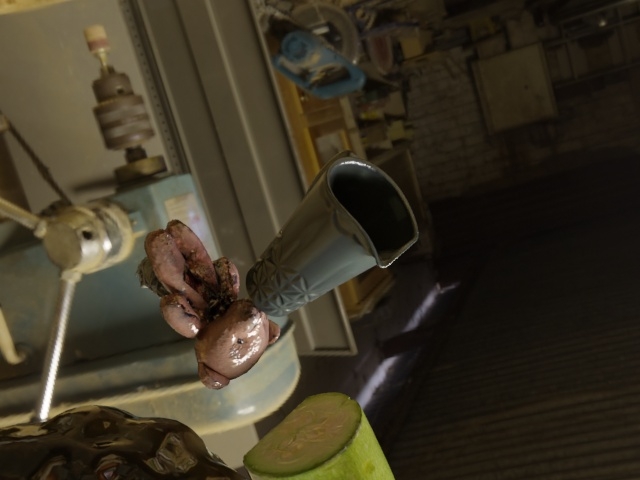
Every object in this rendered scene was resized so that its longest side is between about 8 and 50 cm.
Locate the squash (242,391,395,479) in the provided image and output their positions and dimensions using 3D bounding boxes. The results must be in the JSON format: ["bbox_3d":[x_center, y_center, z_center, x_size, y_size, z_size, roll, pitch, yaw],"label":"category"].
[{"bbox_3d":[0.042,0.475,1.245,0.210,0.309,0.233,-3,-155,46],"label":"squash"}]

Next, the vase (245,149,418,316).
[{"bbox_3d":[0.000,0.000,1.043,0.156,0.251,0.301,20,139,-27],"label":"vase"}]

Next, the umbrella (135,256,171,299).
[{"bbox_3d":[-0.269,0.143,1.552,0.357,0.106,0.113,36,-145,23],"label":"umbrella"}]

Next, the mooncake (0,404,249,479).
[{"bbox_3d":[-0.146,0.244,0.408,0.290,0.291,0.161,-17,155,-3],"label":"mooncake"}]

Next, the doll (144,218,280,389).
[{"bbox_3d":[-0.182,0.096,1.198,0.156,0.303,0.201,-18,-164,39],"label":"doll"}]
